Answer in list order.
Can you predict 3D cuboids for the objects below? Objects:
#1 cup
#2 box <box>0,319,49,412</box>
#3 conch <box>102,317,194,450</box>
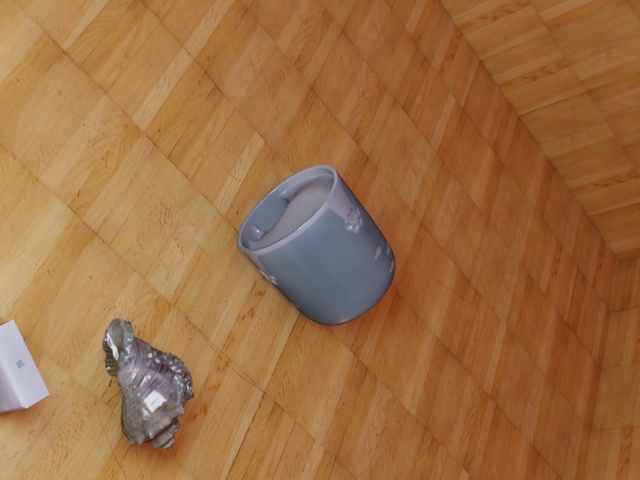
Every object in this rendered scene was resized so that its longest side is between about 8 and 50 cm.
[{"bbox_3d":[0.000,0.000,2.004,0.274,0.259,0.357,51,13,-25],"label":"cup"},{"bbox_3d":[-0.501,0.201,1.416,0.051,0.130,0.129,-32,101,-47],"label":"box"},{"bbox_3d":[-0.311,0.248,1.578,0.163,0.178,0.245,-32,100,-54],"label":"conch"}]
